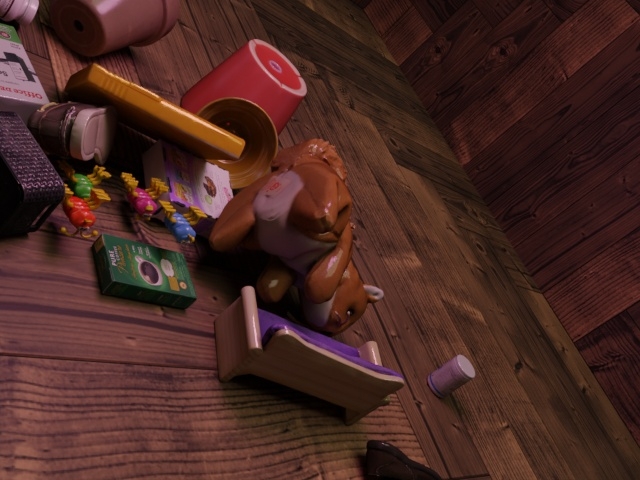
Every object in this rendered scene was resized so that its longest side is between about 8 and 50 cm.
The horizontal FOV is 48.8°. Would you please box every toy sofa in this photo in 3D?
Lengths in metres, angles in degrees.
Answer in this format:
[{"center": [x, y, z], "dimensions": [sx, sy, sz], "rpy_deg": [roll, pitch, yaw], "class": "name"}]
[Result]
[{"center": [-0.014, 0.218, 1.376], "dimensions": [0.362, 0.177, 0.150], "rpy_deg": [28, 33, -34], "class": "toy sofa"}]

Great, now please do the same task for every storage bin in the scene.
[{"center": [-0.506, -0.106, 1.119], "dimensions": [0.180, 0.122, 0.084], "rpy_deg": [54, 26, 11], "class": "storage bin"}]

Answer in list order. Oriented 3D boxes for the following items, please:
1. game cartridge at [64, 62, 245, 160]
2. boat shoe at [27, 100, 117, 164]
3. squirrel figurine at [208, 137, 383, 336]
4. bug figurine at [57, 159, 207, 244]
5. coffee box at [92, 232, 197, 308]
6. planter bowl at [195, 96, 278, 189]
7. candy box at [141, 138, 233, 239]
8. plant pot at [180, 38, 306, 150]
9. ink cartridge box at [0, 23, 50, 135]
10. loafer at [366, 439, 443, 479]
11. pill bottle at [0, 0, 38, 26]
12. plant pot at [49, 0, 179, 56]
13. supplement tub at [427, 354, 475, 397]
[{"center": [-0.345, -0.254, 1.441], "dimensions": [0.324, 0.052, 0.285], "rpy_deg": [28, -7, -29], "class": "game cartridge"}, {"center": [-0.444, -0.200, 1.295], "dimensions": [0.097, 0.116, 0.324], "rpy_deg": [11, 8, -8], "class": "boat shoe"}, {"center": [0.000, 0.000, 1.528], "dimensions": [0.370, 0.281, 0.397], "rpy_deg": [57, 29, -33], "class": "squirrel figurine"}, {"center": [-0.359, -0.062, 1.281], "dimensions": [0.279, 0.072, 0.216], "rpy_deg": [9, 24, -38], "class": "bug figurine"}, {"center": [-0.318, 0.057, 1.280], "dimensions": [0.184, 0.040, 0.113], "rpy_deg": [17, 39, -47], "class": "coffee box"}, {"center": [-0.217, -0.236, 1.700], "dimensions": [0.217, 0.217, 0.090], "rpy_deg": [39, 1, -18], "class": "planter bowl"}, {"center": [-0.274, -0.102, 1.498], "dimensions": [0.196, 0.070, 0.165], "rpy_deg": [25, 41, -47], "class": "candy box"}, {"center": [-0.185, -0.368, 1.832], "dimensions": [0.275, 0.243, 0.275], "rpy_deg": [36, 29, -23], "class": "plant pot"}, {"center": [-0.603, -0.301, 1.274], "dimensions": [0.153, 0.087, 0.208], "rpy_deg": [-1, 55, -57], "class": "ink cartridge box"}, {"center": [0.163, 0.481, 1.427], "dimensions": [0.220, 0.080, 0.078], "rpy_deg": [37, 61, -24], "class": "loafer"}, {"center": [-0.669, -0.509, 1.457], "dimensions": [0.152, 0.086, 0.086], "rpy_deg": [24, 35, -41], "class": "pill bottle"}, {"center": [-0.494, -0.539, 1.633], "dimensions": [0.263, 0.263, 0.229], "rpy_deg": [42, 45, -14], "class": "plant pot"}, {"center": [0.334, 0.349, 1.810], "dimensions": [0.071, 0.107, 0.071], "rpy_deg": [37, 28, -23], "class": "supplement tub"}]
